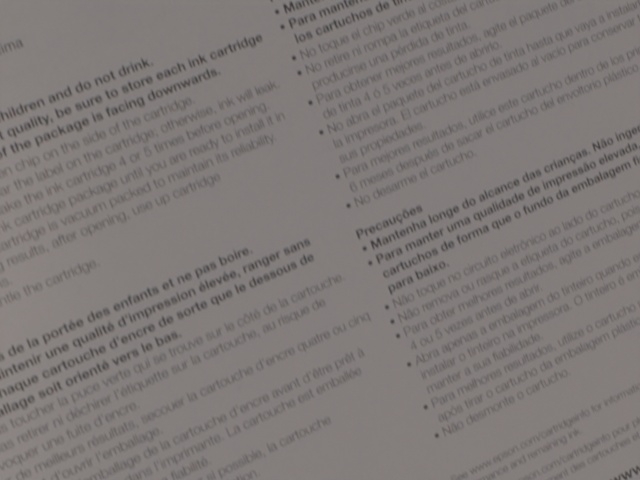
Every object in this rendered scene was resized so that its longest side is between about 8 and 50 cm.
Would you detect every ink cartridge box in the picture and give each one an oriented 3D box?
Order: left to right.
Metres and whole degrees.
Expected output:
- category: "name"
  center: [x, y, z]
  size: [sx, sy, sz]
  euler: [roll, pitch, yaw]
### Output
- category: "ink cartridge box"
  center: [0.000, 0.000, 0.419]
  size: [0.045, 0.223, 0.224]
  euler: [-4, -73, 67]
